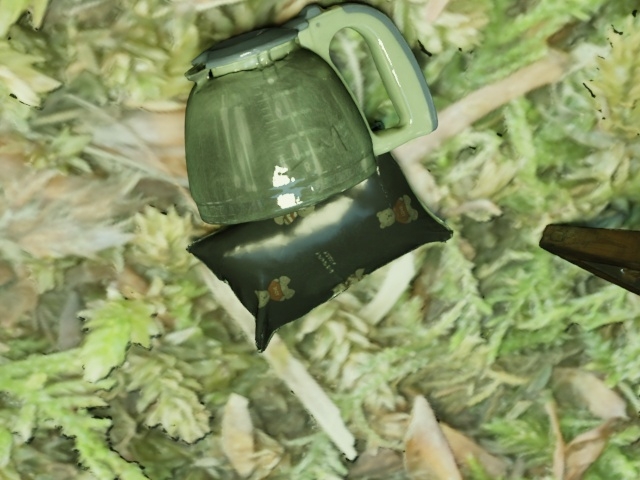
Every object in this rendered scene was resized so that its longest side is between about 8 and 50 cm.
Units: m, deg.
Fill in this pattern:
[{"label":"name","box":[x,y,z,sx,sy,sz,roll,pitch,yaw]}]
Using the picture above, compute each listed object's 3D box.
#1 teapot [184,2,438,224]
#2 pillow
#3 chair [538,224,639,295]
[{"label":"teapot","box":[-0.014,-0.076,1.060,0.149,0.111,0.108,-15,103,10]},{"label":"pillow","box":[0.000,0.000,1.152,0.150,0.048,0.090,-32,131,8]},{"label":"chair","box":[0.349,-0.049,1.061,0.203,0.416,0.241,23,87,-27]}]
